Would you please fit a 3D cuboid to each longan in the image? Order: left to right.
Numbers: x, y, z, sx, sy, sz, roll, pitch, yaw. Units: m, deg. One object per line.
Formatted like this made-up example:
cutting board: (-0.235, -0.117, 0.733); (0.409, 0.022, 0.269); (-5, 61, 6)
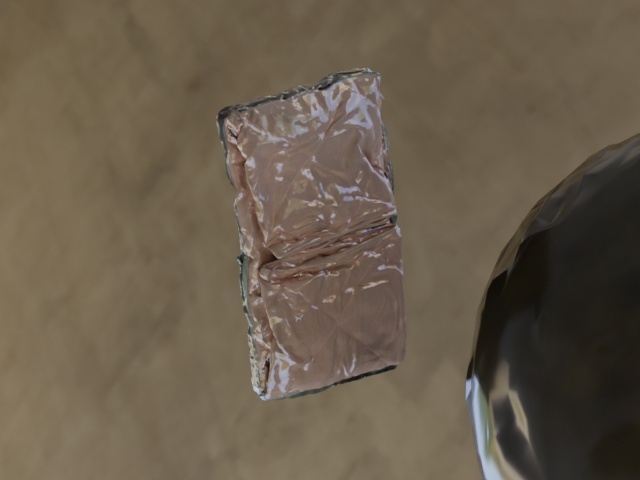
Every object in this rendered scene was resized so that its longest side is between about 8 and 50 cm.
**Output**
longan: (0.285, 0.097, 1.043); (0.391, 0.391, 0.391); (-39, -147, 31)

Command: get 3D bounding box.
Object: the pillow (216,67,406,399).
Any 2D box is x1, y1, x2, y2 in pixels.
pillow: (0.000, 0.000, 1.178); (0.043, 0.126, 0.232); (30, -50, 60)
